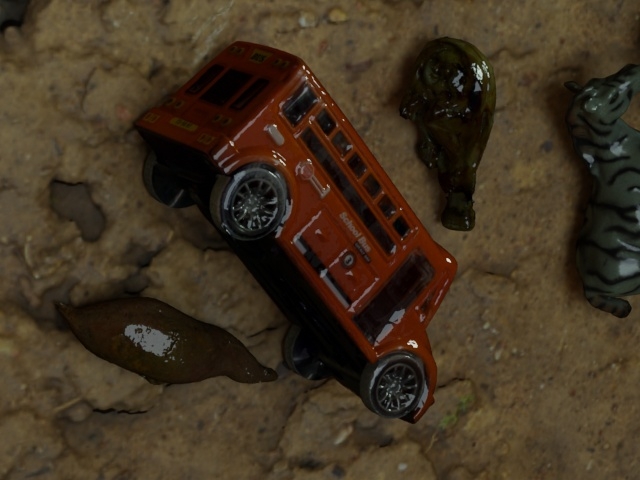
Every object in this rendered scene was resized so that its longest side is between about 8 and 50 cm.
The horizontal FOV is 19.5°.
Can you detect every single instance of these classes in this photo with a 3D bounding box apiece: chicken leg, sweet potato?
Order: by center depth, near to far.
[{"bbox_3d":[-0.112,0.090,1.522,0.226,0.068,0.068,20,92,-36],"label":"sweet potato"},{"bbox_3d":[0.112,-0.089,1.625,0.093,0.070,0.178,-19,123,-22],"label":"chicken leg"}]

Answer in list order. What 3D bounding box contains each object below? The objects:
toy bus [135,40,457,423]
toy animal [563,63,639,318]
[{"bbox_3d":[0.000,0.000,1.523,0.153,0.143,0.329,-45,121,-15],"label":"toy bus"},{"bbox_3d":[0.307,-0.053,1.751,0.170,0.090,0.255,-19,111,-23],"label":"toy animal"}]
